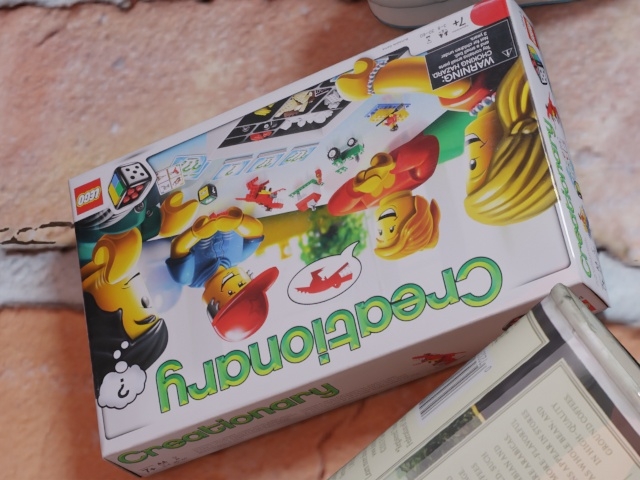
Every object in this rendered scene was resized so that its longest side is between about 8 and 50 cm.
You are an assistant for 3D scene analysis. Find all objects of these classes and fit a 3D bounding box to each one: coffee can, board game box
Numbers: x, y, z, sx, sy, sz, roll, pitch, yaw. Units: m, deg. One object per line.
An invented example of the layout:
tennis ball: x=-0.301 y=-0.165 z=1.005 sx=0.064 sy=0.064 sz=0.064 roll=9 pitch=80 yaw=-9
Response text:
coffee can: x=0.072 y=0.183 z=0.862 sx=0.275 sy=0.201 sz=0.201 roll=-40 pitch=56 yaw=8
board game box: x=0.000 y=0.000 z=1.072 sx=0.305 sy=0.053 sz=0.193 roll=-22 pitch=60 yaw=19

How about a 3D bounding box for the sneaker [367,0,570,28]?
sneaker: x=0.116 y=-0.191 z=1.070 sx=0.228 sy=0.092 sz=0.087 roll=-16 pitch=60 yaw=20
